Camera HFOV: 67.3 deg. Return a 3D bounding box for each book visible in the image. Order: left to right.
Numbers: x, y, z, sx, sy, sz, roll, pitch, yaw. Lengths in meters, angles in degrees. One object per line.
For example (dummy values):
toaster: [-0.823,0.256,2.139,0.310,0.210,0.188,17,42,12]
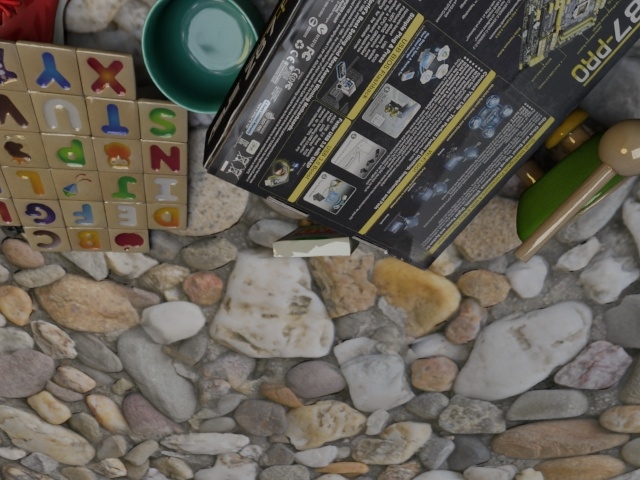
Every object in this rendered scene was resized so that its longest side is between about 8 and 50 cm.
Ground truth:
book: [0.000,0.000,0.653,0.096,0.144,0.035,-2,99,9]

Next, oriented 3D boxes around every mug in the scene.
mug: [-0.120,-0.233,0.539,0.129,0.097,0.158,18,122,-10]

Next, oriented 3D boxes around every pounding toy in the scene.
pounding toy: [0.274,-0.086,0.554,0.183,0.236,0.110,-45,78,27]

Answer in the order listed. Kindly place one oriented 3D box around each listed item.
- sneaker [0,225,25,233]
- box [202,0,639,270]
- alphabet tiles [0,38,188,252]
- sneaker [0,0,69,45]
sneaker: [-0.501,-0.079,0.705,0.237,0.086,0.085,25,94,-24]
box: [0.108,-0.177,0.497,0.318,0.097,0.395,23,119,-25]
alphabet tiles: [-0.320,-0.093,0.625,0.284,0.011,0.343,1,140,-15]
sneaker: [-0.338,-0.270,0.522,0.086,0.128,0.221,12,123,-2]
